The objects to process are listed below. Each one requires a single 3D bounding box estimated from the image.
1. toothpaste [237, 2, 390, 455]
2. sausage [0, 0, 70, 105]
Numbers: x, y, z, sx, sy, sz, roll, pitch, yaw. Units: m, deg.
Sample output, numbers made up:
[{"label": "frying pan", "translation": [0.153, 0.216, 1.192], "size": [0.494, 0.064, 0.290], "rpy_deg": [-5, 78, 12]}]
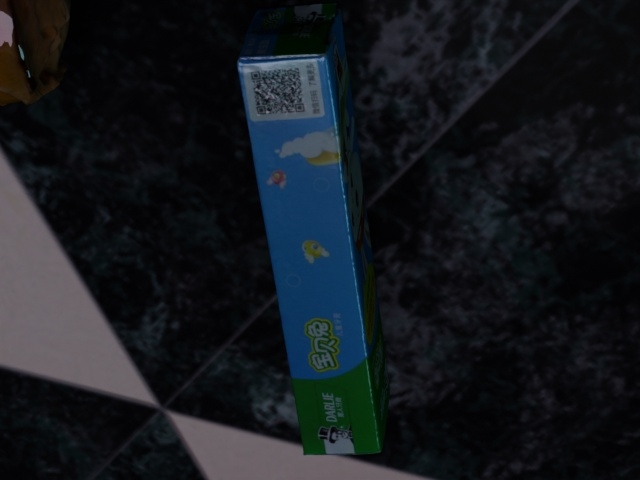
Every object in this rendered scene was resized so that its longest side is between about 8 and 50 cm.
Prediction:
[{"label": "toothpaste", "translation": [0.000, 0.000, 0.889], "size": [0.050, 0.065, 0.266], "rpy_deg": [-3, 121, 9]}, {"label": "sausage", "translation": [-0.270, -0.124, 0.839], "size": [0.271, 0.109, 0.108], "rpy_deg": [6, 123, 5]}]
